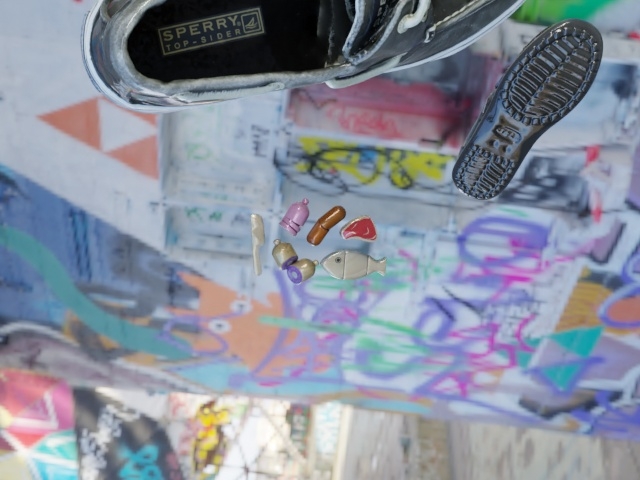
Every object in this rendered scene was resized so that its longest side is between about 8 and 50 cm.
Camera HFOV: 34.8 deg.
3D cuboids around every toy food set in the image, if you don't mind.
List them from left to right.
[{"bbox_3d":[0.000,0.000,0.918,0.019,0.122,0.078,-156,62,-79],"label":"toy food set"}]

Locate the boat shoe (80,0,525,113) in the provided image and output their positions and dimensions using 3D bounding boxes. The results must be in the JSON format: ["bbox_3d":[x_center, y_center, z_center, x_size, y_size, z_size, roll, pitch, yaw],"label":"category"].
[{"bbox_3d":[0.014,-0.099,0.419,0.070,0.219,0.078,19,129,65],"label":"boat shoe"}]

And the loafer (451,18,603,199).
[{"bbox_3d":[0.209,-0.146,1.074,0.220,0.080,0.078,-53,12,29],"label":"loafer"}]
